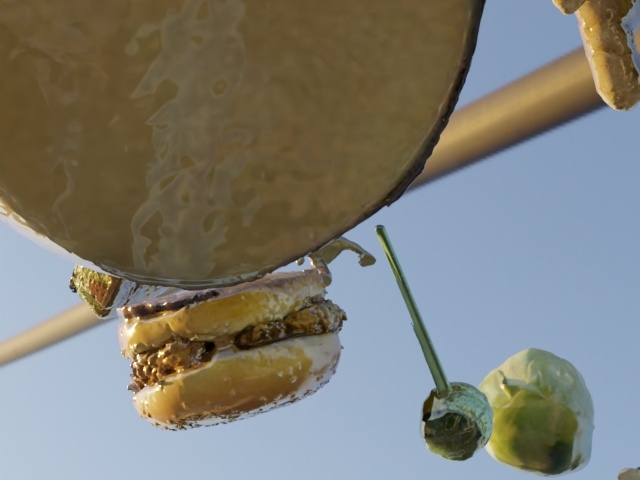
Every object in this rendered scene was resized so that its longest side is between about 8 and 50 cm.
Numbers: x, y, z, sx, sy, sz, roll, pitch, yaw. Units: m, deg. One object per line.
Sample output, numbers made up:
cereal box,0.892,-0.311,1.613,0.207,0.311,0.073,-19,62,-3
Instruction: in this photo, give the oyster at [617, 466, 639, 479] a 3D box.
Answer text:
oyster,0.357,0.334,1.149,0.163,0.191,0.081,6,-53,7

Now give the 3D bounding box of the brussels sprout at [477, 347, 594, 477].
brussels sprout,0.265,0.218,1.333,0.151,0.122,0.149,-13,-58,-4

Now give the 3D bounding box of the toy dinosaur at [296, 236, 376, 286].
toy dinosaur,0.002,-0.004,1.692,0.251,0.200,0.072,10,-64,-45

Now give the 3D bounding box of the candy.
candy,0.078,0.077,0.823,0.061,0.061,0.203,-12,-67,26

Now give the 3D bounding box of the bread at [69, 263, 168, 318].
bread,-0.214,0.021,1.257,0.069,0.128,0.140,45,-44,18

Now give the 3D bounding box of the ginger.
ginger,0.299,-0.304,1.261,0.334,0.148,0.081,47,-17,-24

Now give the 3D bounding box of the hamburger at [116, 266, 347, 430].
hamburger,-0.066,0.089,0.918,0.181,0.191,0.118,-14,-90,53

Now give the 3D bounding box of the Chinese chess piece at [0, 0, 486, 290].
Chinese chess piece,-0.051,-0.103,0.463,0.249,0.103,0.250,-12,-63,-24
